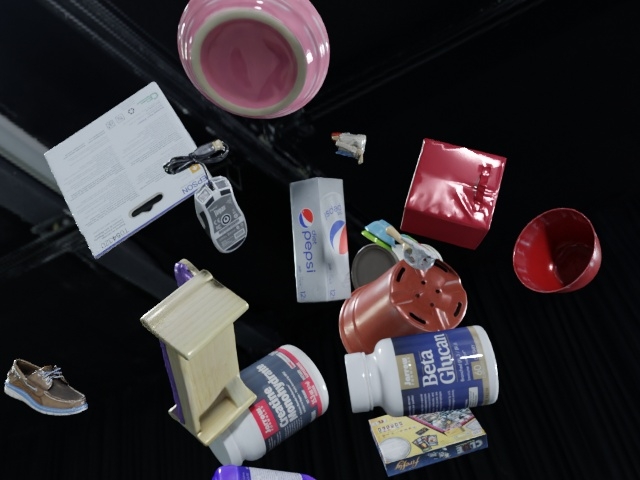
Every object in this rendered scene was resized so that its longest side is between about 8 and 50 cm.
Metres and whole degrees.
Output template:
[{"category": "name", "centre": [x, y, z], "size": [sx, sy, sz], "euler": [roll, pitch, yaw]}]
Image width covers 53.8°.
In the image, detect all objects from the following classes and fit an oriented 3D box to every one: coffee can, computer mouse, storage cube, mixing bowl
[{"category": "coffee can", "centre": [0.271, 0.111, 2.177], "size": [0.275, 0.201, 0.201], "euler": [0, -34, -46]}, {"category": "computer mouse", "centre": [-0.173, -0.064, 1.001], "size": [0.106, 0.042, 0.193], "euler": [-36, -50, -29]}, {"category": "storage cube", "centre": [0.309, -0.107, 1.496], "size": [0.193, 0.184, 0.215], "euler": [15, -13, 9]}, {"category": "mixing bowl", "centre": [0.500, 0.035, 1.291], "size": [0.098, 0.181, 0.181], "euler": [25, -50, -34]}]

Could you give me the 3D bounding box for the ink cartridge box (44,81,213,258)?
[{"category": "ink cartridge box", "centre": [-0.446, -0.162, 1.487], "size": [0.324, 0.330, 0.071], "euler": [-33, -20, 0]}]

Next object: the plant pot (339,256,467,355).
[{"category": "plant pot", "centre": [0.215, 0.179, 1.584], "size": [0.272, 0.272, 0.265], "euler": [2, -28, -18]}]

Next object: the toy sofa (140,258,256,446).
[{"category": "toy sofa", "centre": [-0.241, 0.220, 1.209], "size": [0.150, 0.177, 0.363], "euler": [-41, -28, -32]}]

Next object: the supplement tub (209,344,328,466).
[{"category": "supplement tub", "centre": [-0.135, 0.385, 1.471], "size": [0.272, 0.191, 0.191], "euler": [-28, -28, -28]}]

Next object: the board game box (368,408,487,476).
[{"category": "board game box", "centre": [0.254, 0.464, 1.518], "size": [0.243, 0.165, 0.042], "euler": [-15, -67, -4]}]

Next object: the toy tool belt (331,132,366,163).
[{"category": "toy tool belt", "centre": [0.050, -0.171, 1.176], "size": [0.052, 0.083, 0.051], "euler": [-15, -68, -35]}]

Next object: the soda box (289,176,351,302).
[{"category": "soda box", "centre": [0.000, 0.000, 1.482], "size": [0.098, 0.286, 0.091], "euler": [-7, -5, 42]}]

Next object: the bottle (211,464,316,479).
[{"category": "bottle", "centre": [-0.049, 0.461, 1.085], "size": [0.282, 0.118, 0.092], "euler": [13, -57, -18]}]

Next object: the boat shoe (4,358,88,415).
[{"category": "boat shoe", "centre": [-0.493, 0.259, 1.127], "size": [0.183, 0.066, 0.066], "euler": [11, 8, 21]}]

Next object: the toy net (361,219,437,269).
[{"category": "toy net", "centre": [0.159, 0.019, 1.146], "size": [0.122, 0.232, 0.045], "euler": [31, -85, -19]}]

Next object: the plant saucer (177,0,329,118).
[{"category": "plant saucer", "centre": [-0.148, -0.394, 1.355], "size": [0.332, 0.084, 0.332], "euler": [4, -46, 4]}]

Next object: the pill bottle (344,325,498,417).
[{"category": "pill bottle", "centre": [0.117, 0.159, 0.754], "size": [0.169, 0.094, 0.094], "euler": [-9, -36, 0]}]
